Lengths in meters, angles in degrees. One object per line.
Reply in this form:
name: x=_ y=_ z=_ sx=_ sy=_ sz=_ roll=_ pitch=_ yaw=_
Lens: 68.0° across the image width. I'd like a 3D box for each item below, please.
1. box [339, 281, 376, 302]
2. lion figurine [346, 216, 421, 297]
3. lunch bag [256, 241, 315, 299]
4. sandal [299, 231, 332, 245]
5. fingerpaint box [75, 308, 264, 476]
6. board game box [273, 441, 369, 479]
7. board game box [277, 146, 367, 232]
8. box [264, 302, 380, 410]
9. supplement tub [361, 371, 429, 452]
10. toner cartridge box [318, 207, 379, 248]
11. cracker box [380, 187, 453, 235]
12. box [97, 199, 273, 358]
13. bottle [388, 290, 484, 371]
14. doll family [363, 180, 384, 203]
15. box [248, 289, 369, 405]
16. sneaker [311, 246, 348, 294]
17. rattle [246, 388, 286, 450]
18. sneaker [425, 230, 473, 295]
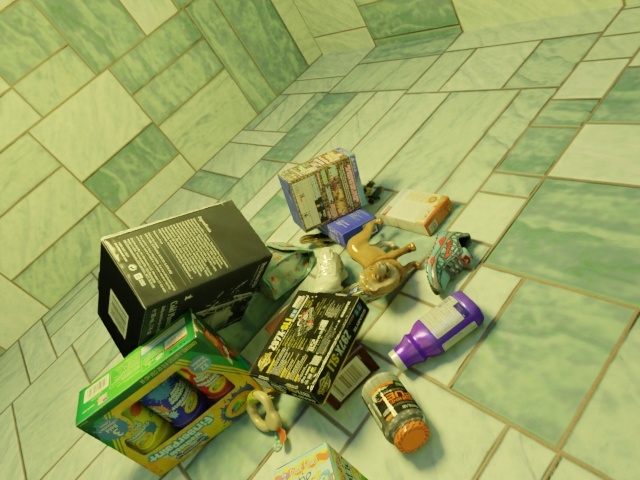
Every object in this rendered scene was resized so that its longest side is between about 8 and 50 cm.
box: x=0.108 y=0.197 z=1.664 sx=0.169 sy=0.059 sz=0.054 roll=-23 pitch=34 yaw=19
lion figurine: x=0.186 y=0.058 z=1.657 sx=0.240 sy=0.142 sz=0.392 roll=-24 pitch=26 yaw=-13
lunch bag: x=-0.174 y=0.099 z=1.952 sx=0.262 sy=0.160 sz=0.223 roll=-40 pitch=29 yaw=-26
sandal: x=0.000 y=0.000 z=2.002 sx=0.180 sy=0.049 sz=0.072 roll=-7 pitch=27 yaw=15
fingerpaint box: x=-0.469 y=0.500 z=1.530 sx=0.445 sy=0.371 sz=0.163 roll=-36 pitch=33 yaw=-1
board game box: x=0.036 y=0.597 z=1.052 sx=0.144 sy=0.275 sz=0.142 roll=-32 pitch=34 yaw=7
board game box: x=0.010 y=-0.207 z=1.911 sx=0.291 sy=0.232 sz=0.141 roll=-25 pitch=30 yaw=-14
box: x=-0.007 y=0.342 z=1.525 sx=0.191 sy=0.143 sz=0.381 roll=-42 pitch=36 yaw=-8
supplement tub: x=0.195 y=0.446 z=1.237 sx=0.117 sy=0.117 sz=0.190 roll=-38 pitch=34 yaw=-2
toner cartridge box: x=0.080 y=-0.088 z=1.986 sx=0.165 sy=0.075 sz=0.348 roll=-26 pitch=31 yaw=-17
cracker box: x=0.363 y=-0.112 z=1.806 sx=0.155 sy=0.067 sz=0.232 roll=-47 pitch=36 yaw=-17
box: x=-0.492 y=0.159 z=1.685 sx=0.472 sy=0.479 sz=0.297 roll=-25 pitch=67 yaw=-39
bottle: x=0.325 y=0.266 z=1.359 sx=0.283 sy=0.092 sz=0.118 roll=-37 pitch=33 yaw=-2
doll family: x=0.181 y=-0.210 z=2.086 sx=0.193 sy=0.076 sz=0.111 roll=8 pitch=58 yaw=53
box: x=-0.032 y=0.300 z=1.408 sx=0.257 sy=0.079 sz=0.322 roll=-2 pitch=47 yaw=43
sneaker: x=0.016 y=0.113 z=1.677 sx=0.114 sy=0.152 sz=0.305 roll=-18 pitch=10 yaw=13
rattle: x=-0.132 y=0.545 z=1.485 sx=0.200 sy=0.143 sz=0.130 roll=27 pitch=100 yaw=37
sneaker: x=0.418 y=0.061 z=1.517 sx=0.125 sy=0.104 sz=0.261 roll=-4 pitch=45 yaw=36
